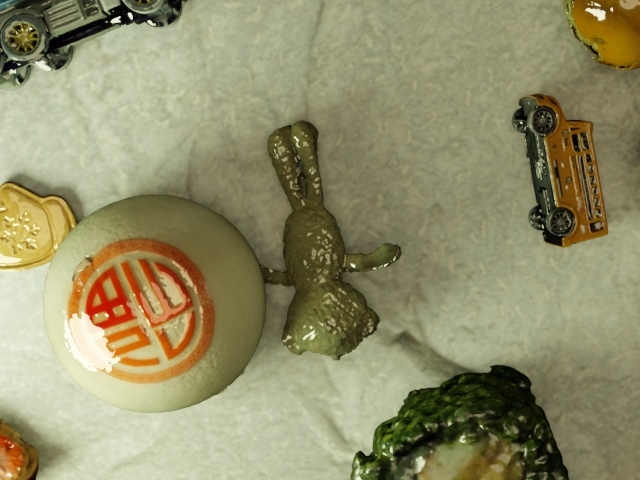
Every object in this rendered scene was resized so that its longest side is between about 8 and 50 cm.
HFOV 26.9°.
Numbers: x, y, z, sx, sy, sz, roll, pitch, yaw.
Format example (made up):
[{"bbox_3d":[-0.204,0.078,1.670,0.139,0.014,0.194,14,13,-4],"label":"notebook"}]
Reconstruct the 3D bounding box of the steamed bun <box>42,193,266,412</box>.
[{"bbox_3d":[-0.211,0.082,1.665,0.283,0.177,0.283,0,95,4],"label":"steamed bun"}]

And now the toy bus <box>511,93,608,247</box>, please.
[{"bbox_3d":[0.306,-0.094,1.697,0.088,0.083,0.194,-12,98,-8],"label":"toy bus"}]

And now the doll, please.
[{"bbox_3d":[-0.016,0.006,1.714,0.203,0.091,0.286,-38,84,11],"label":"doll"}]

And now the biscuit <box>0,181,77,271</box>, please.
[{"bbox_3d":[-0.389,-0.020,1.738,0.140,0.023,0.118,-21,95,3],"label":"biscuit"}]

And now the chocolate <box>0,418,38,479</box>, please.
[{"bbox_3d":[-0.436,0.278,1.719,0.127,0.124,0.133,-27,78,10],"label":"chocolate"}]

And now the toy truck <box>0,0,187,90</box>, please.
[{"bbox_3d":[-0.346,-0.298,1.652,0.367,0.146,0.175,-20,91,2],"label":"toy truck"}]

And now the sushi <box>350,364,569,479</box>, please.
[{"bbox_3d":[0.183,0.357,1.691,0.294,0.178,0.351,-17,98,4],"label":"sushi"}]

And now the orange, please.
[{"bbox_3d":[0.376,-0.288,1.650,0.156,0.156,0.134,47,73,-4],"label":"orange"}]
